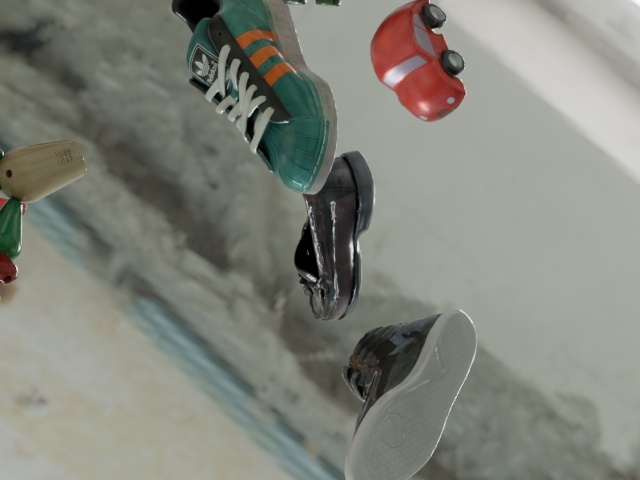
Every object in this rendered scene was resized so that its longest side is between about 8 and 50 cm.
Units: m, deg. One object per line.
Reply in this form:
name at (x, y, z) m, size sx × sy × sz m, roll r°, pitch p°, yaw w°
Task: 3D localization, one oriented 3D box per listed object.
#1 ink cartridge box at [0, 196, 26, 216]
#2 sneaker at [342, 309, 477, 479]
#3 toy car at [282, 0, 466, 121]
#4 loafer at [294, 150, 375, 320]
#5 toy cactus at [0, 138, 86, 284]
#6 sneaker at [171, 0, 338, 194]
ink cartridge box at (-0.441, 0.031, 2.138) m, size 0.078 × 0.231 × 0.134 m, roll 38°, pitch -167°, yaw 34°
sneaker at (0.079, 0.211, 2.425) m, size 0.104 × 0.147 × 0.296 m, roll 53°, pitch -130°, yaw -24°
toy car at (0.026, -0.221, 1.563) m, size 0.225 × 0.239 × 0.053 m, roll 7°, pitch -174°, yaw 44°
loafer at (0.000, 0.000, 2.448) m, size 0.095 × 0.302 × 0.109 m, roll -13°, pitch -126°, yaw -17°
toy cactus at (-0.292, -0.051, 1.641) m, size 0.180 × 0.112 × 0.219 m, roll -20°, pitch -111°, yaw -14°
sneaker at (-0.075, -0.157, 1.948) m, size 0.121 × 0.108 × 0.302 m, roll 5°, pitch -141°, yaw -26°
